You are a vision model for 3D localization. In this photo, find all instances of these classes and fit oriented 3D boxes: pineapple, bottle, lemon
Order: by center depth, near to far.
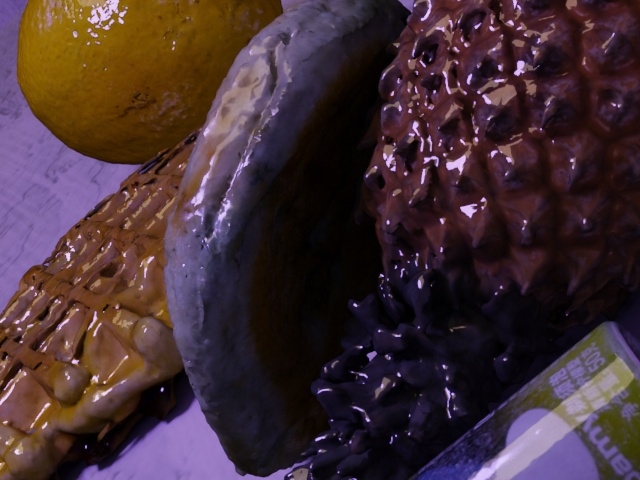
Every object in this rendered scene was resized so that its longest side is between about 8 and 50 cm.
[{"bbox_3d":[0.038,0.174,0.867,0.330,0.093,0.093,-40,21,11],"label":"bottle"},{"bbox_3d":[0.101,-0.002,0.981,0.202,0.202,0.362,-1,62,61],"label":"pineapple"},{"bbox_3d":[-0.162,-0.189,1.742,0.263,0.236,0.236,-60,13,27],"label":"lemon"}]

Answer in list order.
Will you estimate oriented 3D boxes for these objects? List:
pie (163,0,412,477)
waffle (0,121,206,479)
[{"bbox_3d":[-0.002,-0.004,1.082,0.067,0.302,0.302,18,57,24],"label":"pie"},{"bbox_3d":[-0.175,0.051,1.514,0.380,0.095,0.382,-36,20,28],"label":"waffle"}]
